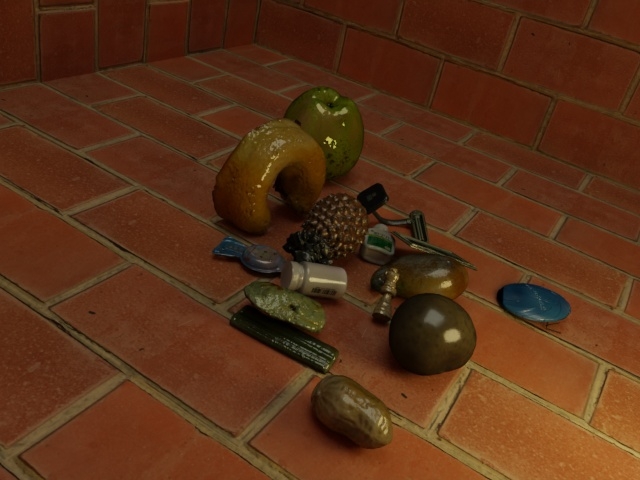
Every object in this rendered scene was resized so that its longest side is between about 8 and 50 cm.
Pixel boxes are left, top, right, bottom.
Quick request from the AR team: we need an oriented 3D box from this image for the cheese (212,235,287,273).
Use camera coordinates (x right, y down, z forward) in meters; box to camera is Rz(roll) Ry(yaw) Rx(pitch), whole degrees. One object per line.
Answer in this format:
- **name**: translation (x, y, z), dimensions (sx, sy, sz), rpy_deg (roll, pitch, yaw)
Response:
- **cheese**: translation (-0.217, 0.049, 1.953), dimensions (0.244, 0.052, 0.135), rpy_deg (20, 32, 10)

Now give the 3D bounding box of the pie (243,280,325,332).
- **pie**: translation (-0.102, 0.178, 1.713), dimensions (0.247, 0.090, 0.201), rpy_deg (22, 5, -10)

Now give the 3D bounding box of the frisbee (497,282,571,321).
- **frisbee**: translation (0.721, 0.196, 2.045), dimensions (0.242, 0.045, 0.242), rpy_deg (3, 24, -1)

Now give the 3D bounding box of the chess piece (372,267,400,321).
- **chess piece**: translation (0.207, 0.161, 1.856), dimensions (0.060, 0.060, 0.172), rpy_deg (16, 64, 5)

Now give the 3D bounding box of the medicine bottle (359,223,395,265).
- **medicine bottle**: translation (0.206, 0.011, 2.160), dimensions (0.119, 0.069, 0.183), rpy_deg (18, 30, 1)

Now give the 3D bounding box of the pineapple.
- **pineapple**: translation (0.000, -0.002, 1.993), dimensions (0.222, 0.223, 0.357), rpy_deg (27, 44, 22)

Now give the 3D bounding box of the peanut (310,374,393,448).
- **peanut**: translation (0.075, 0.403, 1.428), dimensions (0.224, 0.129, 0.129), rpy_deg (25, 33, 23)

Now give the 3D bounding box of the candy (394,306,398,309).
- **candy**: translation (0.305, 0.226, 1.876), dimensions (0.182, 0.047, 0.053), rpy_deg (1, 30, -28)

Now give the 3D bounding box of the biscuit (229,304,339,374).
- **biscuit**: translation (-0.102, 0.263, 1.671), dimensions (0.322, 0.038, 0.099), rpy_deg (25, 36, 18)

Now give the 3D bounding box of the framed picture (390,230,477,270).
- **framed picture**: translation (0.393, 0.031, 2.123), dimensions (0.274, 0.017, 0.217), rpy_deg (19, 8, -17)

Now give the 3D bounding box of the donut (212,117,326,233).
- **donut**: translation (-0.153, -0.223, 2.122), dimensions (0.435, 0.378, 0.163), rpy_deg (-23, 46, -37)

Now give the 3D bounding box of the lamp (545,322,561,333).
- **lamp**: translation (0.768, 0.256, 2.015), dimensions (0.054, 0.041, 0.121), rpy_deg (8, 28, 7)

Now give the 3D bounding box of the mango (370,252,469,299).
- **mango**: translation (0.319, 0.125, 1.961), dimensions (0.316, 0.146, 0.193), rpy_deg (-4, 30, 3)

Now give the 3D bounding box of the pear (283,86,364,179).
- **pear**: translation (0.005, -0.456, 2.549), dimensions (0.390, 0.391, 0.391), rpy_deg (10, 31, -6)

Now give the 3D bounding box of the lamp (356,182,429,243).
- **lamp**: translation (0.278, -0.076, 2.277), dimensions (0.283, 0.124, 0.203), rpy_deg (30, 27, -33)

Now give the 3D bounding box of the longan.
- **longan**: translation (0.301, 0.261, 1.670), dimensions (0.245, 0.215, 0.246), rpy_deg (-4, 55, 6)

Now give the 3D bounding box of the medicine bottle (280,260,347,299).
- **medicine bottle**: translation (-0.020, 0.119, 1.839), dimensions (0.186, 0.103, 0.103), rpy_deg (10, 30, -26)
